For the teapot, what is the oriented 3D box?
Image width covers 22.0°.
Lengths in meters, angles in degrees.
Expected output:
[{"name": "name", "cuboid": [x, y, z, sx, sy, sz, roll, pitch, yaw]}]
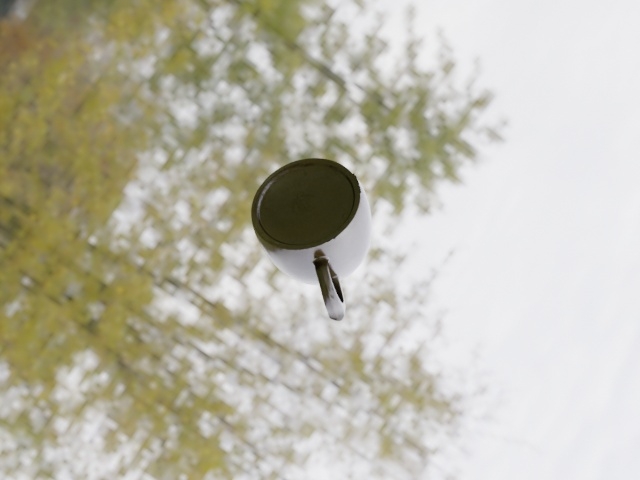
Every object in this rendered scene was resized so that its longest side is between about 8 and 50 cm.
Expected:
[{"name": "teapot", "cuboid": [0.000, 0.000, 1.077, 0.076, 0.068, 0.121, -18, -127, 5]}]
